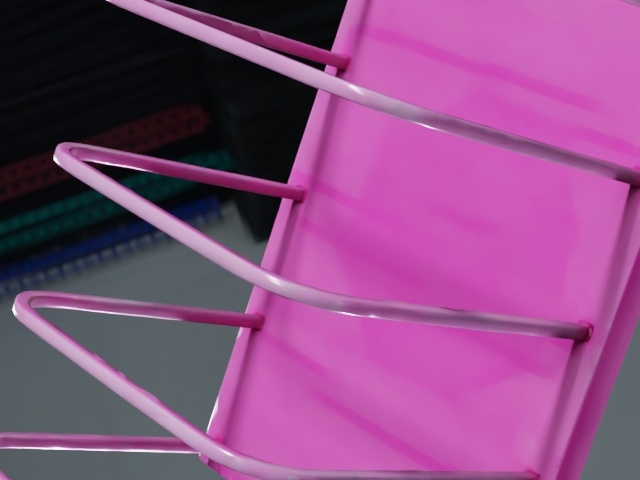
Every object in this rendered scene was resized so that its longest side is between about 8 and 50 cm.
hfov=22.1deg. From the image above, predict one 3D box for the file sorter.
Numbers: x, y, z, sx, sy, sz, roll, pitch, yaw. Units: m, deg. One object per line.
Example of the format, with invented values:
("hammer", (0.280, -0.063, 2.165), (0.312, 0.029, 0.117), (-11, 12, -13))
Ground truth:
("file sorter", (0.000, 0.000, 0.681), (0.202, 0.182, 0.290), (27, 103, 43))
